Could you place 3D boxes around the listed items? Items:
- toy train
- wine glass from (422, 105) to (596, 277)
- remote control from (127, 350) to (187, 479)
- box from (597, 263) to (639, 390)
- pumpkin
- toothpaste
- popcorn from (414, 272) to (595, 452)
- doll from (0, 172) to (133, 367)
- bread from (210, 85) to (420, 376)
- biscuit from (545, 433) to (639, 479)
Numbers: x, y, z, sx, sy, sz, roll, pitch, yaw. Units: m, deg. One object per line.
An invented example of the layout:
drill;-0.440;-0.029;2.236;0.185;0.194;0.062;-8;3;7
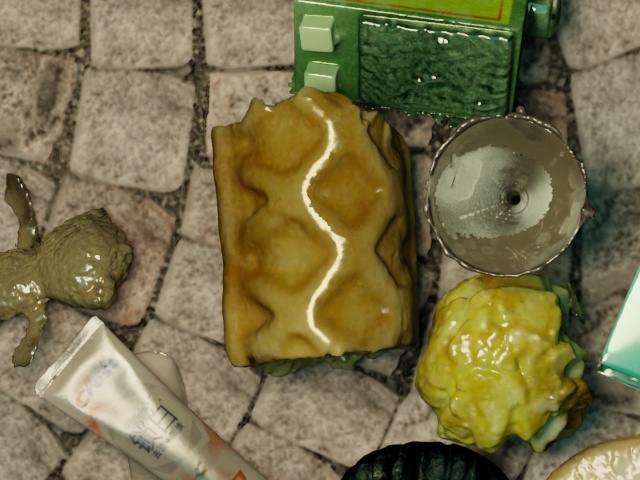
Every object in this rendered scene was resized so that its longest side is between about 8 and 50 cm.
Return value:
toy train;0.095;-0.223;1.649;0.272;0.159;0.188;9;50;7
wine glass;0.186;-0.039;1.626;0.156;0.232;0.156;0;89;12
remote control;-0.169;0.229;1.780;0.073;0.044;0.229;-9;87;6
box;0.378;0.001;1.605;0.118;0.205;0.311;24;93;15
pumpkin;0.106;0.282;1.676;0.194;0.150;0.194;-3;104;-11
toothpaste;-0.140;0.216;1.737;0.323;0.066;0.100;40;85;-3
popcorn;0.190;0.127;1.659;0.198;0.198;0.212;-45;104;7
doll;-0.336;0.057;1.792;0.286;0.091;0.202;-36;50;-3
bread;-0.004;0.001;1.667;0.196;0.238;0.252;-8;79;10
biscuit;0.294;0.306;1.701;0.188;0.040;0.265;40;96;10
